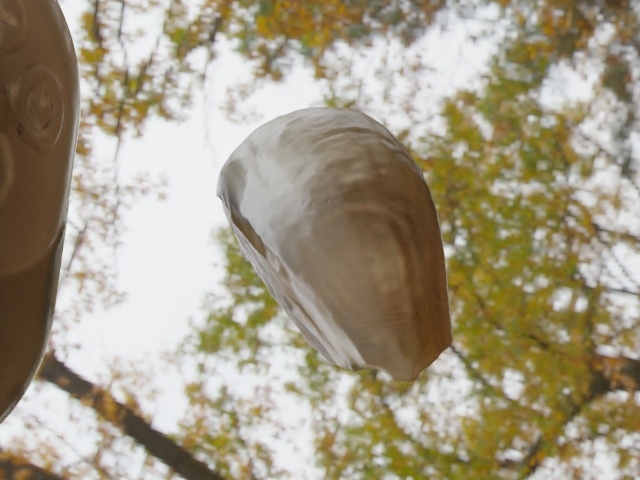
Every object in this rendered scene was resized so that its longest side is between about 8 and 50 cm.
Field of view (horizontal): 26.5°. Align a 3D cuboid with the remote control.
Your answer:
[{"bbox_3d":[-0.230,-0.033,0.775,0.221,0.104,0.332,16,-102,-53],"label":"remote control"}]

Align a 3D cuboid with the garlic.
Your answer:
[{"bbox_3d":[-0.001,-0.011,0.633,0.087,0.195,0.101,-18,-72,-13],"label":"garlic"}]
